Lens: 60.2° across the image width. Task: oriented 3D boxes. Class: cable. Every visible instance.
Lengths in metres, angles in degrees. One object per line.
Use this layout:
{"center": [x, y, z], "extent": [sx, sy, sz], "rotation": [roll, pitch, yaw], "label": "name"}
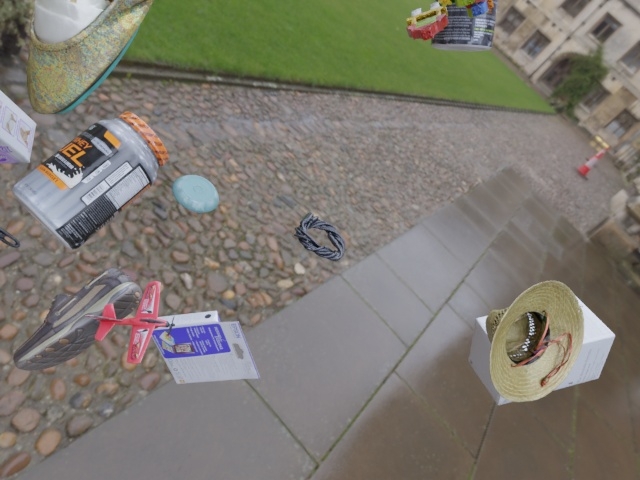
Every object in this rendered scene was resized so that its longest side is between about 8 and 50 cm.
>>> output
{"center": [0.000, 0.000, 1.488], "extent": [0.150, 0.047, 0.184], "rotation": [43, 24, -7], "label": "cable"}

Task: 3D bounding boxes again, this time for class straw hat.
{"center": [0.214, 0.102, 0.600], "extent": [0.145, 0.144, 0.061], "rotation": [24, 2, -32], "label": "straw hat"}

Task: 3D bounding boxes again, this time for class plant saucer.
{"center": [-0.302, -0.121, 1.354], "extent": [0.119, 0.021, 0.119], "rotation": [19, 46, -21], "label": "plant saucer"}

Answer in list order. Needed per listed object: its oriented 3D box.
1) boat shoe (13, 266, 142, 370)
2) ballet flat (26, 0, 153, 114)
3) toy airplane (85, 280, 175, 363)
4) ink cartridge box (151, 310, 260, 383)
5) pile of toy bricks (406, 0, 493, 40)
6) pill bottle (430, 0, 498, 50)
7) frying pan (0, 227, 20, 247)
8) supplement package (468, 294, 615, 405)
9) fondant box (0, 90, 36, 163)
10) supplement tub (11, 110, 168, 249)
{"center": [-0.647, 0.205, 1.464], "extent": [0.130, 0.355, 0.132], "rotation": [48, -15, 25], "label": "boat shoe"}
{"center": [-0.236, -0.301, 0.618], "extent": [0.123, 0.348, 0.123], "rotation": [40, -4, 3], "label": "ballet flat"}
{"center": [-0.320, 0.140, 0.934], "extent": [0.151, 0.028, 0.151], "rotation": [0, 59, 0], "label": "toy airplane"}
{"center": [-0.257, 0.246, 1.256], "extent": [0.045, 0.209, 0.206], "rotation": [-85, 168, -50], "label": "ink cartridge box"}
{"center": [0.215, -0.365, 0.788], "extent": [0.105, 0.212, 0.118], "rotation": [-81, 149, -41], "label": "pile of toy bricks"}
{"center": [0.307, -0.528, 1.150], "extent": [0.131, 0.245, 0.130], "rotation": [3, 16, -1], "label": "pill bottle"}
{"center": [-0.953, -0.068, 1.426], "extent": [0.197, 0.326, 0.053], "rotation": [-29, 32, -22], "label": "frying pan"}
{"center": [0.460, 0.230, 1.172], "extent": [0.244, 0.139, 0.133], "rotation": [-11, 36, -12], "label": "supplement package"}
{"center": [-0.713, -0.243, 0.986], "extent": [0.330, 0.239, 0.096], "rotation": [84, 5, -75], "label": "fondant box"}
{"center": [-0.523, -0.147, 1.286], "extent": [0.193, 0.193, 0.316], "rotation": [43, 69, 1], "label": "supplement tub"}
